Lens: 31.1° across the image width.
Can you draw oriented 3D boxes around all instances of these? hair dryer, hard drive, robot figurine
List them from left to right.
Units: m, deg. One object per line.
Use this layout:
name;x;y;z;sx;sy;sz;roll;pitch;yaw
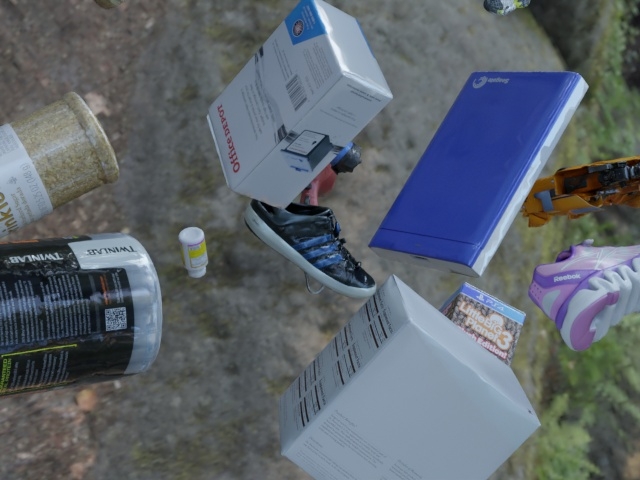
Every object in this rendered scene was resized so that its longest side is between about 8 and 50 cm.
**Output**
hair dryer;-0.007;-0.075;2.000;0.223;0.080;0.293;-87;166;-71
hard drive;0.219;-0.103;1.623;0.040;0.210;0.318;42;72;-34
robot figurine;0.445;-0.082;1.676;0.211;0.291;0.085;-11;91;-41

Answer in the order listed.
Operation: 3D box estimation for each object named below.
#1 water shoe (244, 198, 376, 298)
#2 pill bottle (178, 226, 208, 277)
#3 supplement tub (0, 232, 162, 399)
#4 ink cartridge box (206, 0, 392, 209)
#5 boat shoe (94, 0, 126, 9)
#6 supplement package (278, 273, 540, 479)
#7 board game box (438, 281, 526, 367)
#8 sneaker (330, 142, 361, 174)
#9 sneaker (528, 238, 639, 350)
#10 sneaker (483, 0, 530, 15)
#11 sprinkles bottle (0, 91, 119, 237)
water shoe;0.000;0.000;1.482;0.203;0.080;0.073;33;16;-13
pill bottle;-0.214;0.022;1.951;0.043;0.043;0.083;-59;153;-47
supplement tub;-0.399;0.103;1.526;0.338;0.207;0.207;-6;74;-33
ink cartridge box;-0.028;-0.150;1.261;0.082;0.190;0.139;19;38;-38
boat shoe;-0.271;-0.447;1.334;0.121;0.110;0.341;-80;149;-70
supplement package;0.091;0.187;1.271;0.194;0.203;0.149;39;11;-14
board game box;0.253;0.272;2.238;0.141;0.232;0.291;28;56;-5
sneaker;0.016;-0.146;1.803;0.084;0.152;0.058;41;88;-24
sneaker;0.326;0.038;1.306;0.236;0.095;0.104;-20;41;-36
sneaker;0.253;-0.329;1.596;0.083;0.035;0.031;-16;105;-34
sprinkles bottle;-0.413;-0.045;1.322;0.355;0.121;0.121;-29;94;-15
